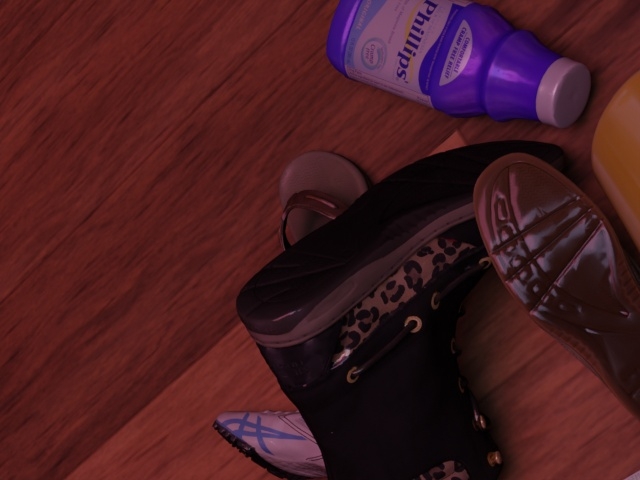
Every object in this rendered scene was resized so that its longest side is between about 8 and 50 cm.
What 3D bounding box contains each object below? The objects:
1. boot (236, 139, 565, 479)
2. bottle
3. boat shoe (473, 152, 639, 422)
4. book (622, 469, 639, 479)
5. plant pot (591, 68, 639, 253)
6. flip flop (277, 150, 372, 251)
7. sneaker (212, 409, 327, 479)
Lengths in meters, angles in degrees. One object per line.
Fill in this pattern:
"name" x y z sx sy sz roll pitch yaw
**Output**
"boot" 0.112 0.090 1.544 0.138 0.377 0.284 11 127 49
"bottle" 0.138 -0.185 1.626 0.283 0.092 0.118 25 97 36
"boat shoe" 0.246 0.052 1.455 0.109 0.098 0.302 -41 86 5
"book" 0.288 0.228 1.456 0.144 0.096 0.035 -37 64 27
"plant pot" 0.362 -0.040 1.365 0.254 0.254 0.239 -54 41 17
"flip flop" 0.000 0.000 1.676 0.112 0.080 0.277 -40 38 27
"sneaker" -0.014 0.208 1.700 0.237 0.085 0.086 6 61 40
